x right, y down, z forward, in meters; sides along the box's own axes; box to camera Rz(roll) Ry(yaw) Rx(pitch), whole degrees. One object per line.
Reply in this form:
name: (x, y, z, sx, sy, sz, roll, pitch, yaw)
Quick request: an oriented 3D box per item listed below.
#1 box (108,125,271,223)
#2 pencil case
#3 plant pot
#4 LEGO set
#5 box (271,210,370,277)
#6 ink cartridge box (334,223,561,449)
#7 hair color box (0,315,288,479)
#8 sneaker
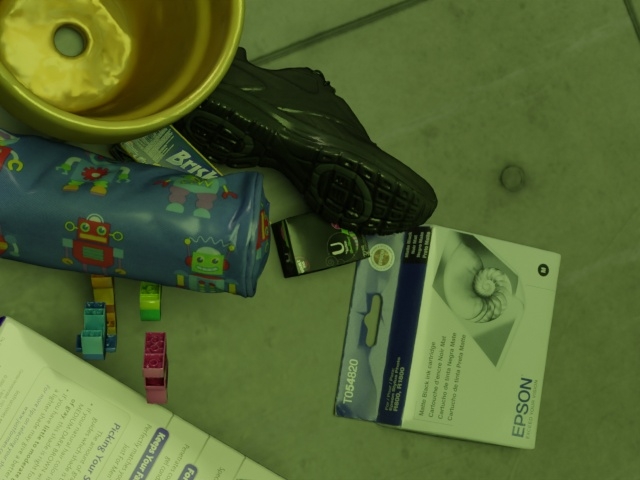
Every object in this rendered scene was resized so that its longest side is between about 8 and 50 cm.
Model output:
box: (-0.132, -0.054, 1.549, 0.169, 0.059, 0.054, 45, 73, -11)
pencil case: (-0.195, -0.028, 1.430, 0.306, 0.133, 0.119, 10, 125, 3)
plant pot: (-0.222, -0.208, 1.435, 0.254, 0.239, 0.254, 1, 85, -19)
LEGO set: (-0.188, 0.073, 1.481, 0.087, 0.093, 0.227, 0, 42, -2)
box: (0.000, 0.000, 1.595, 0.083, 0.052, 0.062, -13, 88, -19)
ink cartridge box: (0.140, 0.100, 1.639, 0.224, 0.045, 0.223, 11, 82, -18)
hair color box: (-0.212, 0.236, 1.474, 0.339, 0.110, 0.185, 33, 75, -12)
sneaker: (-0.003, -0.111, 1.554, 0.286, 0.109, 0.130, 29, 52, -4)
